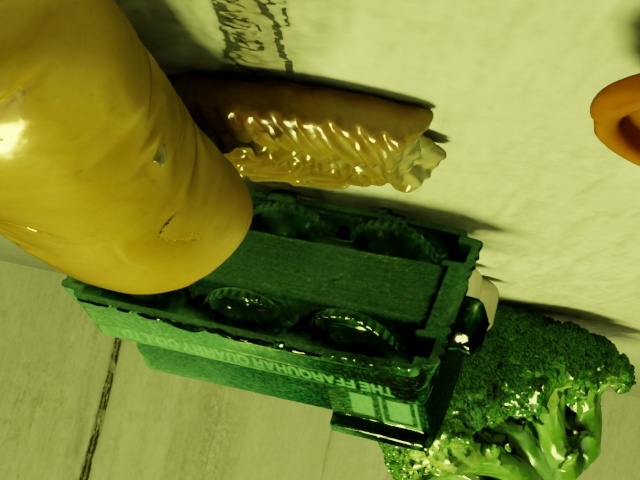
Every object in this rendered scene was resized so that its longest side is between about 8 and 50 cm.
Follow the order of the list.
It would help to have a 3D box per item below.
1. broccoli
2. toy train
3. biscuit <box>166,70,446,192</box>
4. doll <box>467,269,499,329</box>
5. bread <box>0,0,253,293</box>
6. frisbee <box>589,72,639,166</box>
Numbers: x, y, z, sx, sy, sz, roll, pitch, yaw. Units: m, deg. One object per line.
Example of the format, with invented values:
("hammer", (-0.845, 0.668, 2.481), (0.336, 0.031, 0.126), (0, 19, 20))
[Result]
("broccoli", (0.198, 0.191, 1.561), (0.245, 0.294, 0.265), (47, -153, -2))
("toy train", (-0.029, 0.059, 1.091), (0.330, 0.138, 0.178), (10, 145, 20))
("biscuit", (-0.022, -0.053, 0.773), (0.176, 0.031, 0.228), (14, 173, -1))
("doll", (0.084, 0.048, 1.338), (0.160, 0.059, 0.161), (11, 174, 16))
("bread", (-0.124, -0.045, 0.637), (0.142, 0.091, 0.305), (21, 169, 17))
("frisbee", (0.190, -0.036, 0.483), (0.192, 0.035, 0.192), (13, 174, 1))
